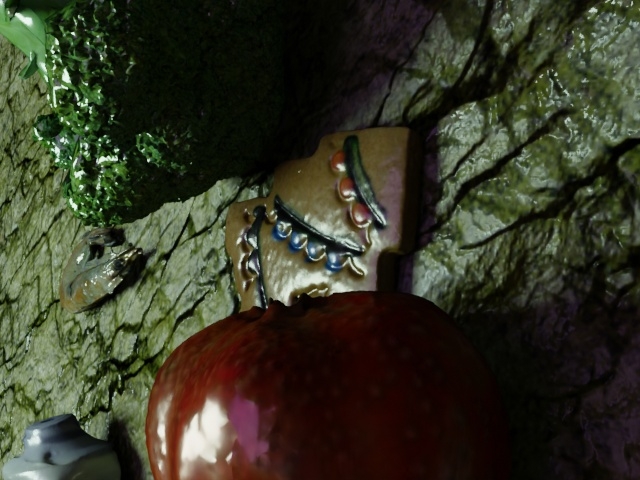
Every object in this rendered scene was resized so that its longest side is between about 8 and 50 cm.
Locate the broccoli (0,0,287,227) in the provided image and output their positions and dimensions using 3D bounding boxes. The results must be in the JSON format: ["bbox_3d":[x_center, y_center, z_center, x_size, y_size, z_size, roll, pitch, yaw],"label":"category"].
[{"bbox_3d":[-0.177,-0.196,0.911,0.310,0.321,0.413,61,175,-6],"label":"broccoli"}]

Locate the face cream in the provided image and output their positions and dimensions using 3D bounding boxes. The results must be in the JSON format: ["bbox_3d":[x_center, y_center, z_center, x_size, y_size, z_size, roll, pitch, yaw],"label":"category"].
[{"bbox_3d":[-0.317,0.436,1.107,0.235,0.137,0.420,-11,86,44],"label":"face cream"}]

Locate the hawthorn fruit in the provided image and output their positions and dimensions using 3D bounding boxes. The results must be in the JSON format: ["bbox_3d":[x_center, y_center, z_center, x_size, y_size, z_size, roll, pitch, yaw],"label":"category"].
[{"bbox_3d":[0.015,0.201,0.671,0.287,0.287,0.330,-16,86,45],"label":"hawthorn fruit"}]

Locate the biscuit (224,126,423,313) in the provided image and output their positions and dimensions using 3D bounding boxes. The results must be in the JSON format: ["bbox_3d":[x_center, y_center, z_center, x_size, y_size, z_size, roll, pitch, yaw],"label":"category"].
[{"bbox_3d":[-0.001,0.000,0.871,0.301,0.043,0.278,-57,47,24],"label":"biscuit"}]

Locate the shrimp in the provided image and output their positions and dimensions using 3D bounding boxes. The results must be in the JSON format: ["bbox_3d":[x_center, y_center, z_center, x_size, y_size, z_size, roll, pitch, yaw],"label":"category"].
[{"bbox_3d":[-0.311,0.029,1.208,0.223,0.047,0.126,-26,54,44],"label":"shrimp"}]
